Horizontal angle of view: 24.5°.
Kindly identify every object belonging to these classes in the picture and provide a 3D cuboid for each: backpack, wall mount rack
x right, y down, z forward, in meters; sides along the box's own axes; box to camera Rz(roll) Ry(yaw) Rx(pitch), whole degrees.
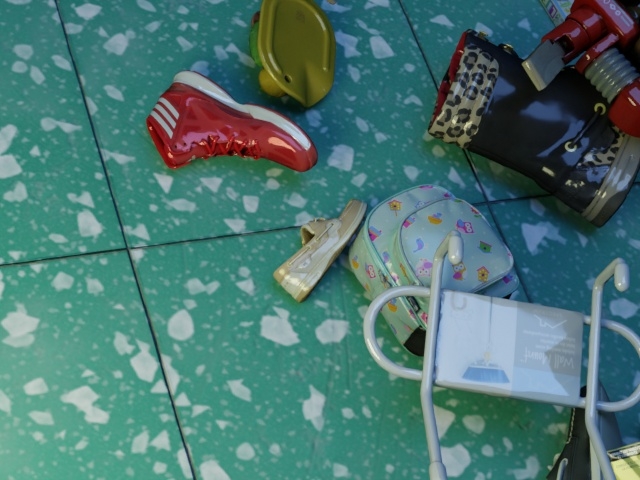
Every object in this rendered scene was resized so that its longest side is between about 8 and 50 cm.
[{"bbox_3d":[0.134,0.024,1.815,0.165,0.144,0.188,-28,66,-25],"label":"backpack"},{"bbox_3d":[0.224,0.154,1.640,0.350,0.130,0.304,9,69,-8],"label":"wall mount rack"}]

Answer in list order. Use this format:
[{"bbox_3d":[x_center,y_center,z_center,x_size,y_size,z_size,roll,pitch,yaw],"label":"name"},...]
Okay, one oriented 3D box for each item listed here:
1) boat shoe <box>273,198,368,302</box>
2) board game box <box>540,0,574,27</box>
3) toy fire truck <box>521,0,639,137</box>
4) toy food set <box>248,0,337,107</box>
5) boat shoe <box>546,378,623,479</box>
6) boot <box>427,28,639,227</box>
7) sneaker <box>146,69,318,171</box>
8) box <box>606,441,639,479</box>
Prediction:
[{"bbox_3d":[0.000,0.000,1.835,0.059,0.063,0.170,36,54,1],"label":"boat shoe"},{"bbox_3d":[0.406,-0.373,2.242,0.154,0.026,0.103,-13,62,-25],"label":"board game box"},{"bbox_3d":[0.375,-0.224,1.914,0.246,0.158,0.217,-35,78,-13],"label":"toy fire truck"},{"bbox_3d":[-0.047,-0.269,2.007,0.128,0.071,0.218,27,51,-29],"label":"toy food set"},{"bbox_3d":[0.303,0.292,1.711,0.091,0.114,0.303,-17,37,23],"label":"boat shoe"},{"bbox_3d":[0.323,-0.220,2.049,0.284,0.138,0.377,23,59,-2],"label":"boot"},{"bbox_3d":[-0.123,-0.117,1.876,0.221,0.087,0.128,27,61,16],"label":"sneaker"},{"bbox_3d":[0.391,0.344,1.672,0.087,0.058,0.232,12,62,-61],"label":"box"}]
